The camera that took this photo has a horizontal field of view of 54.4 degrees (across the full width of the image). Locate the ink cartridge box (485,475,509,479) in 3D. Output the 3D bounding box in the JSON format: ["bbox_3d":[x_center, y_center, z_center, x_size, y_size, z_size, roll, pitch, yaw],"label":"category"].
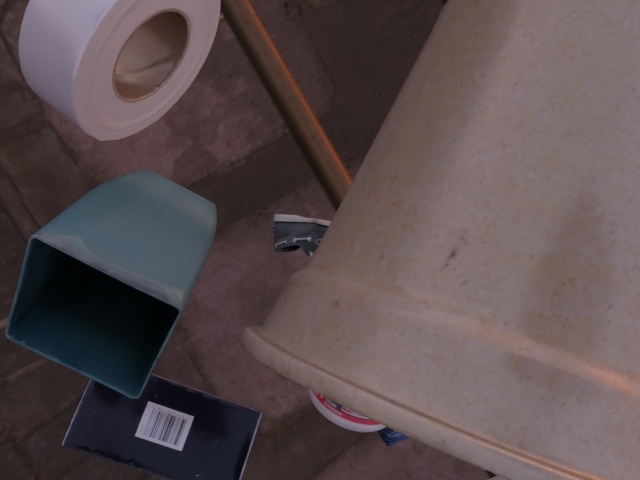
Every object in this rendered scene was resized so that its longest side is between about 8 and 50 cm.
[{"bbox_3d":[0.259,0.456,0.702,0.226,0.131,0.306,37,47,-5],"label":"ink cartridge box"}]

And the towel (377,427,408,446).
[{"bbox_3d":[0.182,0.392,1.327,0.119,0.067,0.029,-20,106,-14],"label":"towel"}]

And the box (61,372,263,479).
[{"bbox_3d":[-0.339,0.398,1.321,0.343,0.312,0.179,23,69,-12],"label":"box"}]

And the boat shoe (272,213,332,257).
[{"bbox_3d":[0.000,0.000,1.461,0.116,0.319,0.099,11,89,-44],"label":"boat shoe"}]

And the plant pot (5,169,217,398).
[{"bbox_3d":[-0.225,0.025,0.754,0.165,0.166,0.234,28,35,-7],"label":"plant pot"}]

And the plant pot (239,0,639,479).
[{"bbox_3d":[0.150,-0.009,0.471,0.334,0.334,0.305,22,85,-15],"label":"plant pot"}]

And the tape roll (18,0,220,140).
[{"bbox_3d":[-0.266,-0.282,0.864,0.100,0.286,0.286,38,71,9],"label":"tape roll"}]

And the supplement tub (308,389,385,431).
[{"bbox_3d":[0.099,0.211,1.202,0.191,0.191,0.272,11,116,-18],"label":"supplement tub"}]
